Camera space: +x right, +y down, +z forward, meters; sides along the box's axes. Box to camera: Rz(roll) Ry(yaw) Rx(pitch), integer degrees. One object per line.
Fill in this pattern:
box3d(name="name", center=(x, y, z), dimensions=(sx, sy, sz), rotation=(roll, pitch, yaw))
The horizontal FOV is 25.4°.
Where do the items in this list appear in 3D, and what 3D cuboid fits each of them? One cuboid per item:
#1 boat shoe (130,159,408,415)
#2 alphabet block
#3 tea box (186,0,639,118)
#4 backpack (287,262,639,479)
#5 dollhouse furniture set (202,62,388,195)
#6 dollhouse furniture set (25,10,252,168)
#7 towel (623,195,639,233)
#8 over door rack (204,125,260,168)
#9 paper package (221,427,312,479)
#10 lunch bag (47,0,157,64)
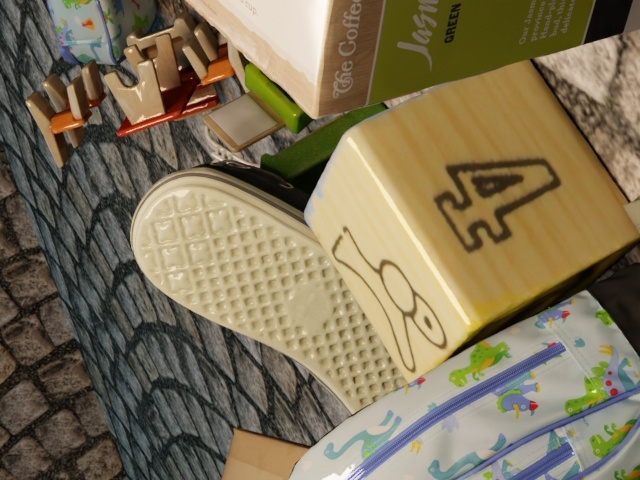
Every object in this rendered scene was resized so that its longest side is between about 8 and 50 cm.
box3d(name="boat shoe", center=(0.043, 0.075, 1.410), dimensions=(0.500, 0.187, 0.156), rotation=(32, -163, -10))
box3d(name="alphabet block", center=(0.127, -0.015, 1.237), dimensions=(0.197, 0.193, 0.192), rotation=(58, 160, 12))
box3d(name="tea box", center=(0.047, -0.280, 0.887), dimensions=(0.329, 0.323, 0.220), rotation=(46, 141, 38))
box3d(name="backpack", center=(0.138, 0.218, 1.173), dimensions=(0.290, 0.355, 0.273), rotation=(82, 173, -49))
box3d(name="dollhouse furniture set", center=(-0.036, -0.191, 1.439), dimensions=(0.197, 0.151, 0.302), rotation=(46, 153, 25))
box3d(name="dollhouse furniture set", center=(-0.189, -0.181, 1.738), dimensions=(0.259, 0.262, 0.135), rotation=(-79, -30, -67))
box3d(name="towel", center=(0.348, 0.078, 0.983), dimensions=(0.324, 0.056, 0.312), rotation=(61, 173, 2))
box3d(name="over door rack", center=(0.000, 0.000, 1.672), dimensions=(0.324, 0.108, 0.239), rotation=(42, 160, 15))
box3d(name="paper package", center=(0.079, 0.331, 1.531), dimensions=(0.324, 0.309, 0.168), rotation=(3, 76, 54))
box3d(name="lunch bag", center=(-0.293, -0.350, 1.858), dimensions=(0.090, 0.176, 0.219), rotation=(1, 126, 20))
